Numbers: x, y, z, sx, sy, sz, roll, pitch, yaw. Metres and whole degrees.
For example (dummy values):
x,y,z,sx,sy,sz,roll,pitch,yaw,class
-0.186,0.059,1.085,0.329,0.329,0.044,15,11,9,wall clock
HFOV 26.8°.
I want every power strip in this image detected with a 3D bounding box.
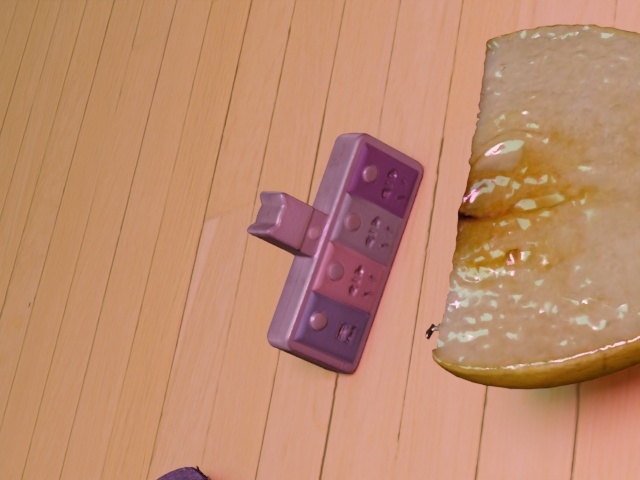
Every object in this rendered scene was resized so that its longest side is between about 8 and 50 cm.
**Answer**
x,y,z,sx,sy,sz,roll,pitch,yaw,class
0.000,0.000,1.241,0.061,0.145,0.216,4,71,53,power strip

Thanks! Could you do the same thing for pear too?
x,y,z,sx,sy,sz,roll,pitch,yaw,class
0.226,-0.016,0.963,0.239,0.139,0.288,-8,57,35,pear

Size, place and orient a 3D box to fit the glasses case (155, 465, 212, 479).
x,y,z,sx,sy,sz,roll,pitch,yaw,class
-0.104,0.296,1.241,0.109,0.067,0.282,-43,30,-12,glasses case
